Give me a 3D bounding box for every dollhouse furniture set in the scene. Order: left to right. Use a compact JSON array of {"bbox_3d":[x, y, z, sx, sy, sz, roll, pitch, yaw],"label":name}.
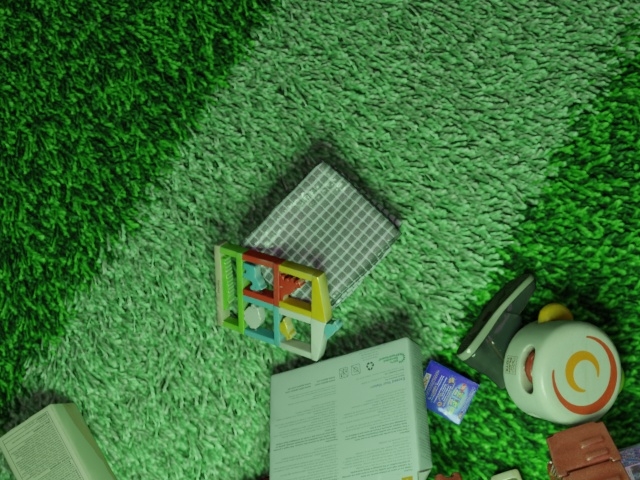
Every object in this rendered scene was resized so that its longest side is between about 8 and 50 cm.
[{"bbox_3d":[0.366,0.477,1.612,0.374,0.201,0.152,-19,57,5],"label":"dollhouse furniture set"}]

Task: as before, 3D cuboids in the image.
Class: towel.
[{"bbox_3d":[0.000,0.000,1.806,0.235,0.121,0.284,42,90,12],"label":"towel"}]

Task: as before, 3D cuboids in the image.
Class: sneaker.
[{"bbox_3d":[0.377,0.178,1.749,0.118,0.083,0.222,41,82,-6],"label":"sneaker"}]

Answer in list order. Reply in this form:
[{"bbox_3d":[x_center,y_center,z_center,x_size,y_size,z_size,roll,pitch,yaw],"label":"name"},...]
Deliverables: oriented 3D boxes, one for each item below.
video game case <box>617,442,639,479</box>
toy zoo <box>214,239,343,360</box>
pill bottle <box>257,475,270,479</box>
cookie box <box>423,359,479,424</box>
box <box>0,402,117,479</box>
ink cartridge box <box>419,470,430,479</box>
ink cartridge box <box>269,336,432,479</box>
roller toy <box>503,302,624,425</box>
[{"bbox_3d":[0.633,0.463,1.683,0.143,0.019,0.157,-18,80,7],"label":"video game case"},{"bbox_3d":[-0.084,0.124,1.756,0.293,0.030,0.192,16,120,28],"label":"toy zoo"},{"bbox_3d":[-0.131,0.527,1.765,0.152,0.086,0.086,-22,79,6],"label":"pill bottle"},{"bbox_3d":[0.248,0.300,1.759,0.107,0.040,0.092,27,87,12],"label":"cookie box"},{"bbox_3d":[-0.512,0.502,1.814,0.148,0.121,0.311,-32,78,3],"label":"box"},{"bbox_3d":[0.076,0.489,1.695,0.172,0.100,0.237,27,86,44],"label":"ink cartridge box"},{"bbox_3d":[0.049,0.376,1.659,0.324,0.071,0.330,-19,57,28],"label":"ink cartridge box"},{"bbox_3d":[0.447,0.243,1.661,0.191,0.146,0.209,-39,101,-18],"label":"roller toy"}]
